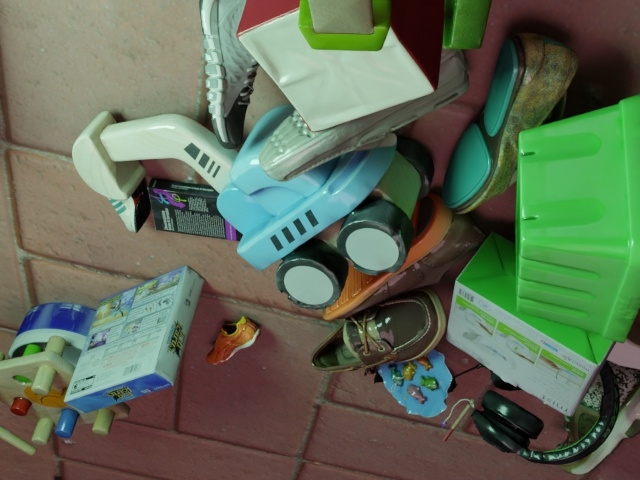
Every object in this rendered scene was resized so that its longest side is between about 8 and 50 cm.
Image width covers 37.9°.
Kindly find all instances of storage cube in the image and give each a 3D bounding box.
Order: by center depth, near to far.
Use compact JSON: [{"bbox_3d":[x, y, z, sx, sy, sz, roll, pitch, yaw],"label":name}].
[{"bbox_3d":[0.032,-0.283,1.178,0.215,0.193,0.183,-15,134,28],"label":"storage cube"}]

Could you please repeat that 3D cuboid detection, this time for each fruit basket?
[{"bbox_3d":[0.457,-0.035,1.303,0.392,0.282,0.392,4,158,1],"label":"fruit basket"}]

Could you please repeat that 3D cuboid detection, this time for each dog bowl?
[{"bbox_3d":[-0.541,0.252,2.057,0.265,0.104,0.264,7,141,6],"label":"dog bowl"}]

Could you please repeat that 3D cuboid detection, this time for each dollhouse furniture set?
[{"bbox_3d":[0.079,-0.362,0.959,0.198,0.301,0.151,2,165,6],"label":"dollhouse furniture set"}]

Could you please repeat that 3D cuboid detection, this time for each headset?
[{"bbox_3d":[0.380,0.298,1.807,0.394,0.243,0.185,6,162,32],"label":"headset"}]

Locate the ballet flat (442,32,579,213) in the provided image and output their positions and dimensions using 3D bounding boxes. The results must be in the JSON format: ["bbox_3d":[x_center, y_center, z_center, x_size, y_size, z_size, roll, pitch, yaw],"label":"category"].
[{"bbox_3d":[0.276,-0.153,1.351,0.123,0.123,0.348,13,142,-2],"label":"ballet flat"}]

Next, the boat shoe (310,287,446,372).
[{"bbox_3d":[0.097,0.183,1.754,0.123,0.123,0.342,-10,169,-37],"label":"boat shoe"}]

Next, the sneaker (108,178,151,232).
[{"bbox_3d":[-0.349,-0.081,1.645,0.075,0.057,0.161,21,145,15],"label":"sneaker"}]

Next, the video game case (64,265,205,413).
[{"bbox_3d":[-0.363,0.196,1.830,0.270,0.244,0.061,-21,133,35],"label":"video game case"}]

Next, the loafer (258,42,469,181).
[{"bbox_3d":[0.065,-0.166,1.285,0.319,0.112,0.111,-31,125,1],"label":"loafer"}]

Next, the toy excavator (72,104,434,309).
[{"bbox_3d":[-0.110,-0.106,1.456,0.445,0.222,0.433,44,131,-17],"label":"toy excavator"}]

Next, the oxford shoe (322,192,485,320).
[{"bbox_3d":[0.134,0.059,1.635,0.133,0.130,0.364,25,140,-26],"label":"oxford shoe"}]

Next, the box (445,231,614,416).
[{"bbox_3d":[0.357,0.148,1.579,0.262,0.126,0.231,31,156,20],"label":"box"}]

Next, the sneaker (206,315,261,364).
[{"bbox_3d":[-0.192,0.207,1.964,0.067,0.064,0.175,44,129,-8],"label":"sneaker"}]

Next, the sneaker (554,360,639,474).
[{"bbox_3d":[0.552,0.331,1.898,0.182,0.158,0.410,40,146,14],"label":"sneaker"}]

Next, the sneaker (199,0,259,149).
[{"bbox_3d":[-0.092,-0.241,1.300,0.132,0.086,0.228,-4,109,2],"label":"sneaker"}]

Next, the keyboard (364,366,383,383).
[{"bbox_3d":[0.147,0.233,1.930,0.100,0.038,0.192,-6,144,-16],"label":"keyboard"}]

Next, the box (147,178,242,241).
[{"bbox_3d":[-0.220,-0.054,1.657,0.162,0.029,0.116,7,141,4],"label":"box"}]

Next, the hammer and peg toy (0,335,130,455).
[{"bbox_3d":[-0.613,0.334,1.992,0.361,0.127,0.266,-15,136,29],"label":"hammer and peg toy"}]

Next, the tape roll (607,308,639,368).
[{"bbox_3d":[0.588,0.110,1.603,0.286,0.100,0.286,7,141,6],"label":"tape roll"}]

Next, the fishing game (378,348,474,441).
[{"bbox_3d":[0.176,0.260,1.807,0.264,0.041,0.189,46,135,22],"label":"fishing game"}]
